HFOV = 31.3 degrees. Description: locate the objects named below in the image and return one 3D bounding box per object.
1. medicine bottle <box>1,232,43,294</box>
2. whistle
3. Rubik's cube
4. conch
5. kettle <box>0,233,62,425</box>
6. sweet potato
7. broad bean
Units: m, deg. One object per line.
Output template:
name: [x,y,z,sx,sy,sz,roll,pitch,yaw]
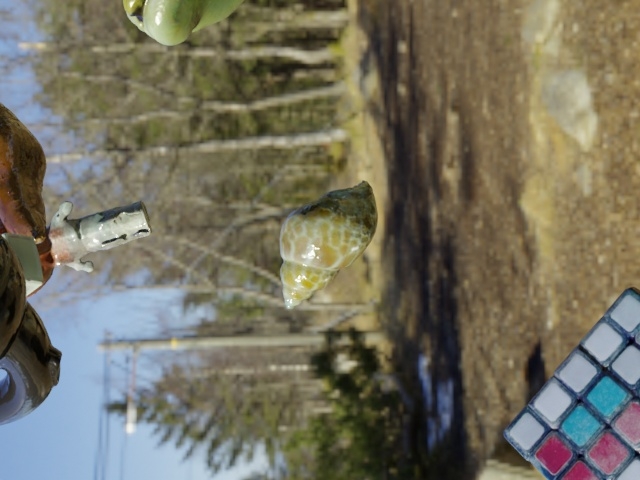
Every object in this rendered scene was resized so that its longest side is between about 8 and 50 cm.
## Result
medicine bottle: [-0.426,0.049,1.516,0.055,0.118,0.074,9,-124,-50]
whistle: [-0.447,0.014,1.853,0.134,0.346,0.142,163,91,-88]
Rubik's cube: [0.492,0.285,1.609,0.293,0.292,0.287,28,-166,-50]
conch: [0.013,-0.006,1.489,0.106,0.173,0.116,57,152,0]
kettle: [-0.363,0.078,0.939,0.268,0.290,0.207,65,-162,-46]
sweet potato: [-0.476,-0.117,1.753,0.112,0.112,0.359,94,152,-58]
broad bean: [-0.171,-0.362,1.560,0.100,0.228,0.169,39,142,27]
